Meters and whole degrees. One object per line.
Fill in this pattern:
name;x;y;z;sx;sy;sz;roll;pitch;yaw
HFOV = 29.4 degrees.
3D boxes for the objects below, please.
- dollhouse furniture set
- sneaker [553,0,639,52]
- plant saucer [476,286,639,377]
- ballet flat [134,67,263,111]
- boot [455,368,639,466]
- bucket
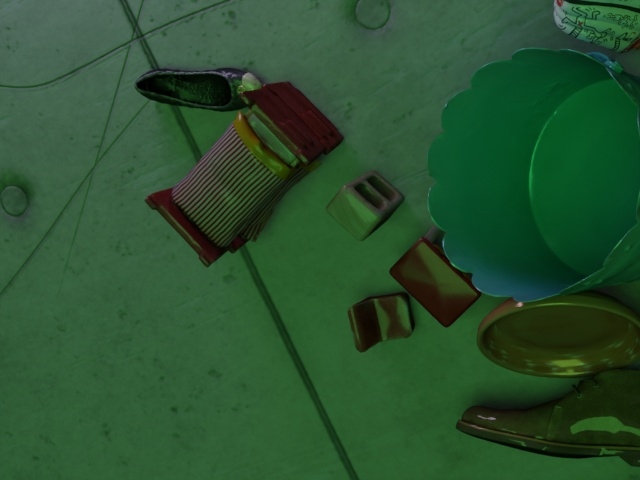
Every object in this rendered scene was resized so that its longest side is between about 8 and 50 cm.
dollhouse furniture set;0.000;0.000;1.503;0.374;0.152;0.201;44;113;4
sneaker;0.390;-0.282;1.337;0.270;0.090;0.145;-2;142;-5
plant saucer;0.285;0.106;1.436;0.200;0.200;0.037;-6;58;21
ballet flat;-0.156;-0.192;1.567;0.173;0.049;0.057;3;105;19
boot;0.319;0.212;1.487;0.305;0.112;0.115;2;83;16
bucket;0.273;-0.070;1.328;0.281;0.183;0.281;-1;89;43
